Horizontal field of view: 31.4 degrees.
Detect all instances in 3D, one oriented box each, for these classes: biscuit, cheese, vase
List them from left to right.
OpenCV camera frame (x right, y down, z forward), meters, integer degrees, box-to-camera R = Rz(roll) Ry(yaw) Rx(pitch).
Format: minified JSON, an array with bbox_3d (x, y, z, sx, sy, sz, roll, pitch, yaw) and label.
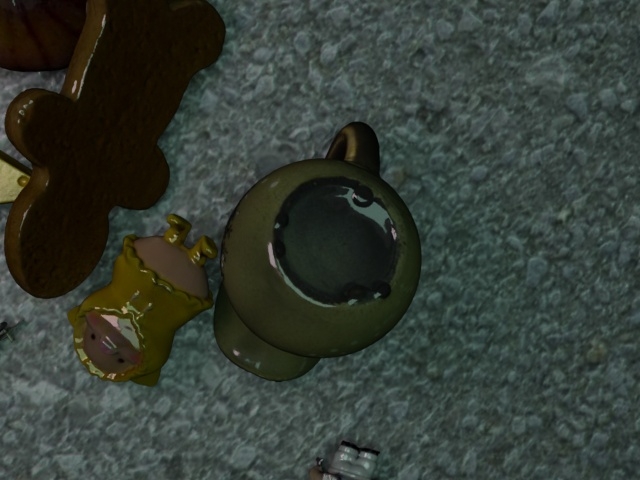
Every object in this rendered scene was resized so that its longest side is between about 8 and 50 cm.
[{"bbox_3d":[-0.414,-0.074,1.454,0.171,0.093,0.126,13,88,-9],"label":"cheese"},{"bbox_3d":[-0.281,-0.136,1.404,0.064,0.283,0.432,20,86,32],"label":"biscuit"},{"bbox_3d":[0.000,0.000,1.438,0.241,0.302,0.329,22,70,-7],"label":"vase"}]

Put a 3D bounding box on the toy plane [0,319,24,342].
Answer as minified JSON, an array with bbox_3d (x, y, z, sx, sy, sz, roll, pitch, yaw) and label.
[{"bbox_3d":[-0.434,0.140,1.476,0.121,0.049,0.031,-41,96,-23],"label":"toy plane"}]

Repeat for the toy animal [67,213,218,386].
[{"bbox_3d":[-0.221,0.075,1.454,0.156,0.156,0.230,38,107,-6],"label":"toy animal"}]

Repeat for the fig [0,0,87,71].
[{"bbox_3d":[-0.363,-0.323,1.410,0.235,0.214,0.235,8,68,-22],"label":"fig"}]

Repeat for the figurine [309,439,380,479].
[{"bbox_3d":[0.021,0.382,1.510,0.137,0.112,0.229,19,78,-2],"label":"figurine"}]
